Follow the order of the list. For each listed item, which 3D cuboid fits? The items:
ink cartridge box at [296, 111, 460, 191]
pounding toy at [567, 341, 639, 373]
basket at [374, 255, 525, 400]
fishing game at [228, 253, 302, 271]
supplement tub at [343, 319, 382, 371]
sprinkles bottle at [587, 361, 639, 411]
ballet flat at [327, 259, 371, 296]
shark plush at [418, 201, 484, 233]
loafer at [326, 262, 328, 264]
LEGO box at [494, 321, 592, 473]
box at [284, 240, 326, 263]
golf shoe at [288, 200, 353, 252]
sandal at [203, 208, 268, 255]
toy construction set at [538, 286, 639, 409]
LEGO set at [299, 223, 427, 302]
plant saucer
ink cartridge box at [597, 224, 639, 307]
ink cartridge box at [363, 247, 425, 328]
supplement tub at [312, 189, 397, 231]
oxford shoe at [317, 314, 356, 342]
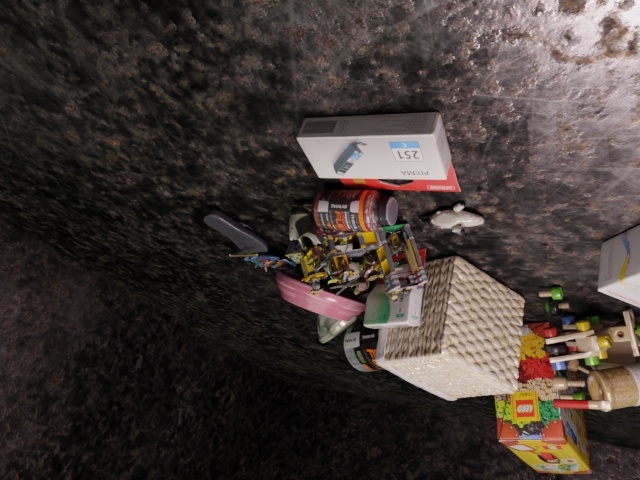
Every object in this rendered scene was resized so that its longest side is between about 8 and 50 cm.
[{"bbox_3d":[0.133,-0.162,1.137,0.296,0.066,0.261,5,151,28],"label":"ink cartridge box"},{"bbox_3d":[0.911,0.382,1.702,0.206,0.094,0.181,-1,149,37],"label":"pounding toy"},{"bbox_3d":[0.380,0.255,1.538,0.331,0.328,0.266,30,149,-23],"label":"basket"},{"bbox_3d":[-0.170,0.083,1.817,0.189,0.041,0.264,-1,166,35],"label":"fishing game"},{"bbox_3d":[0.263,0.383,2.000,0.207,0.207,0.338,30,147,-25],"label":"supplement tub"},{"bbox_3d":[0.965,0.401,1.509,0.355,0.121,0.121,-10,153,0],"label":"sprinkles bottle"},{"bbox_3d":[0.107,0.114,1.720,0.096,0.095,0.280,-2,161,18],"label":"ballet flat"},{"bbox_3d":[0.311,-0.043,1.281,0.161,0.073,0.067,-15,170,43],"label":"shark plush"},{"bbox_3d":[-0.004,0.091,1.766,0.062,0.061,0.170,16,155,8],"label":"loafer"},{"bbox_3d":[0.758,0.552,1.799,0.193,0.373,0.500,-13,143,30],"label":"LEGO box"},{"bbox_3d":[-0.033,0.030,1.668,0.169,0.054,0.059,-9,144,46],"label":"box"},{"bbox_3d":[0.000,0.000,1.507,0.105,0.120,0.273,-8,146,41],"label":"golf shoe"},{"bbox_3d":[-0.260,-0.032,1.708,0.097,0.055,0.254,-18,136,37],"label":"sandal"},{"bbox_3d":[0.756,0.303,1.429,0.237,0.309,0.257,-10,152,38],"label":"toy construction set"},{"bbox_3d":[0.118,0.093,1.394,0.331,0.192,0.255,-5,161,-32],"label":"LEGO set"},{"bbox_3d":[-0.005,0.199,1.827,0.332,0.084,0.332,19,179,0],"label":"plant saucer"},{"bbox_3d":[0.701,0.050,1.110,0.128,0.127,0.176,22,155,-6],"label":"ink cartridge box"},{"bbox_3d":[0.212,0.136,1.505,0.056,0.225,0.181,20,158,-32],"label":"ink cartridge box"},{"bbox_3d":[0.087,-0.075,1.302,0.197,0.106,0.106,2,151,31],"label":"supplement tub"},{"bbox_3d":[0.051,0.322,2.147,0.130,0.169,0.449,51,166,11],"label":"oxford shoe"}]
